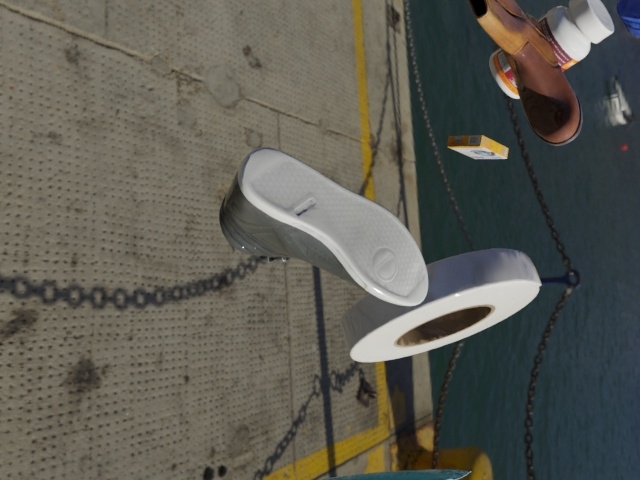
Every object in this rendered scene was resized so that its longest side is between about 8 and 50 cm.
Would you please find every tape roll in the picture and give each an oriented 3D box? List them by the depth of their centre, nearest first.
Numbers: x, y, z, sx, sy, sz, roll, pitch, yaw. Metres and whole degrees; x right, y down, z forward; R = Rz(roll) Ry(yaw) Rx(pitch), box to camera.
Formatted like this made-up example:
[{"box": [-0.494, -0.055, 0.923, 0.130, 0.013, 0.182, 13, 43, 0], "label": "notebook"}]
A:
[{"box": [0.232, 0.139, 1.028, 0.392, 0.392, 0.072, 19, 47, -51], "label": "tape roll"}]

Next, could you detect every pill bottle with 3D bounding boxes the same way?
[{"box": [0.478, -0.406, 1.091, 0.121, 0.221, 0.121, 18, 59, -32], "label": "pill bottle"}]

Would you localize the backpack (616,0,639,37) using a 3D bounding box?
[{"box": [0.473, -0.347, 0.719, 0.101, 0.098, 0.120, 25, 106, -34], "label": "backpack"}]

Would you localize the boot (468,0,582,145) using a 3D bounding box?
[{"box": [0.338, -0.315, 0.869, 0.280, 0.096, 0.264, 19, 62, -48], "label": "boot"}]

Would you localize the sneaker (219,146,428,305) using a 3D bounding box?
[{"box": [0.000, -0.001, 0.677, 0.295, 0.147, 0.105, 33, 62, -20], "label": "sneaker"}]

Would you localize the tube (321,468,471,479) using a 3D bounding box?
[{"box": [0.095, 0.335, 0.709, 0.080, 0.207, 0.052, 20, 52, -60], "label": "tube"}]

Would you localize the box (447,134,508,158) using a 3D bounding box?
[{"box": [0.348, -0.201, 1.137, 0.136, 0.081, 0.028, 6, 92, -45], "label": "box"}]
